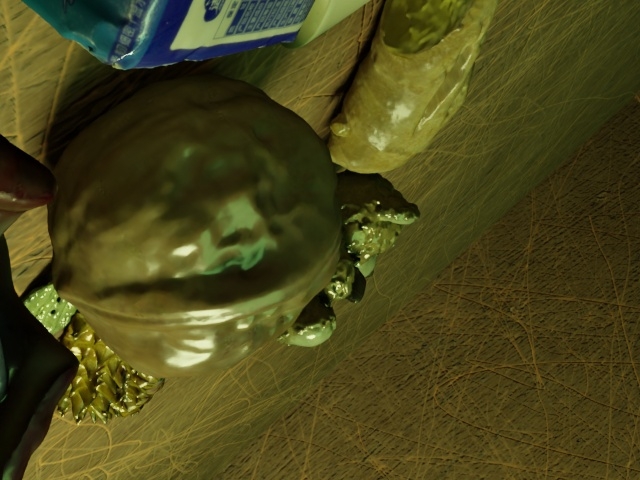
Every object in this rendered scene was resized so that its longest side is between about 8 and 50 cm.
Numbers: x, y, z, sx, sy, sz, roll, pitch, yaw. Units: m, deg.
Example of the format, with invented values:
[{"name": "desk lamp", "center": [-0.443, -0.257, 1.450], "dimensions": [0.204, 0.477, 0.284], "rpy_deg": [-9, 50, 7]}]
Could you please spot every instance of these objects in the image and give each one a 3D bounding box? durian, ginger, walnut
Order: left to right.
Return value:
[{"name": "durian", "center": [-0.215, 0.125, 1.014], "dimensions": [0.341, 0.112, 0.191], "rpy_deg": [-50, 165, 22]}, {"name": "walnut", "center": [-0.108, -0.009, 0.753], "dimensions": [0.273, 0.227, 0.273], "rpy_deg": [-35, 162, -13]}, {"name": "ginger", "center": [0.114, -0.202, 0.999], "dimensions": [0.189, 0.126, 0.354], "rpy_deg": [-14, 154, -22]}]

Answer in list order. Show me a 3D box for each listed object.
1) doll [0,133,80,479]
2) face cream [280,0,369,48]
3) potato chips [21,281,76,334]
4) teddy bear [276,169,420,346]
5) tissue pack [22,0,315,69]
[{"name": "doll", "center": [-0.278, 0.013, 0.348], "dimensions": [0.209, 0.318, 0.339], "rpy_deg": [-19, 179, 43]}, {"name": "face cream", "center": [0.094, -0.318, 0.758], "dimensions": [0.348, 0.081, 0.173], "rpy_deg": [-39, 162, -21]}, {"name": "potato chips", "center": [-0.274, 0.065, 0.874], "dimensions": [0.207, 0.028, 0.092], "rpy_deg": [-51, 164, 23]}, {"name": "teddy bear", "center": [0.000, 0.000, 1.128], "dimensions": [0.256, 0.267, 0.156], "rpy_deg": [-26, 116, -20]}, {"name": "tissue pack", "center": [-0.053, -0.248, 0.489], "dimensions": [0.209, 0.137, 0.270], "rpy_deg": [-28, 153, -52]}]
